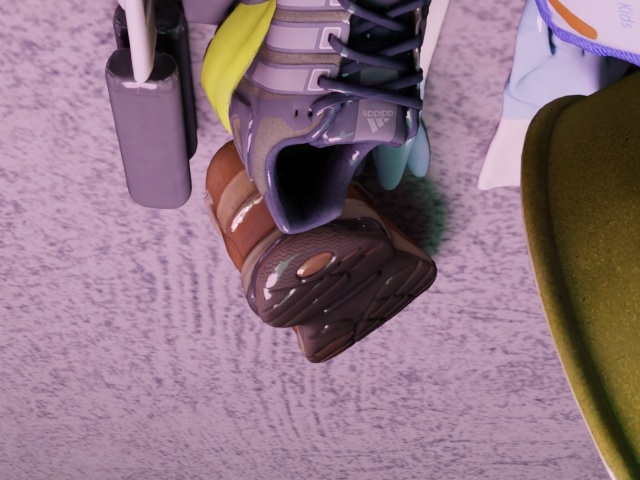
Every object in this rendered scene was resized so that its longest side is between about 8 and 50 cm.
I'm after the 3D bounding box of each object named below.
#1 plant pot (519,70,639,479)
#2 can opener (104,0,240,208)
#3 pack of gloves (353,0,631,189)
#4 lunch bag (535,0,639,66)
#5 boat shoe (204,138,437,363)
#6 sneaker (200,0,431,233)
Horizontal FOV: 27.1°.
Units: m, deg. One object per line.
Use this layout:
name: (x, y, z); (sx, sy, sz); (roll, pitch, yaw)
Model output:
plant pot: (0.353, 0.003, 0.682); (0.353, 0.366, 0.366); (-30, 136, 29)
can opener: (-0.090, -0.108, 0.812); (0.093, 0.074, 0.280); (8, 151, -3)
pack of gloves: (0.094, -0.082, 0.849); (0.195, 0.046, 0.232); (6, 151, 4)
lunch bag: (0.212, -0.216, 0.390); (0.386, 0.238, 0.328); (-13, 147, 18)
boat shoe: (0.000, 0.000, 0.951); (0.123, 0.120, 0.324); (-35, 164, 0)
sneaker: (0.024, -0.116, 0.685); (0.111, 0.121, 0.300); (-7, 150, -22)
